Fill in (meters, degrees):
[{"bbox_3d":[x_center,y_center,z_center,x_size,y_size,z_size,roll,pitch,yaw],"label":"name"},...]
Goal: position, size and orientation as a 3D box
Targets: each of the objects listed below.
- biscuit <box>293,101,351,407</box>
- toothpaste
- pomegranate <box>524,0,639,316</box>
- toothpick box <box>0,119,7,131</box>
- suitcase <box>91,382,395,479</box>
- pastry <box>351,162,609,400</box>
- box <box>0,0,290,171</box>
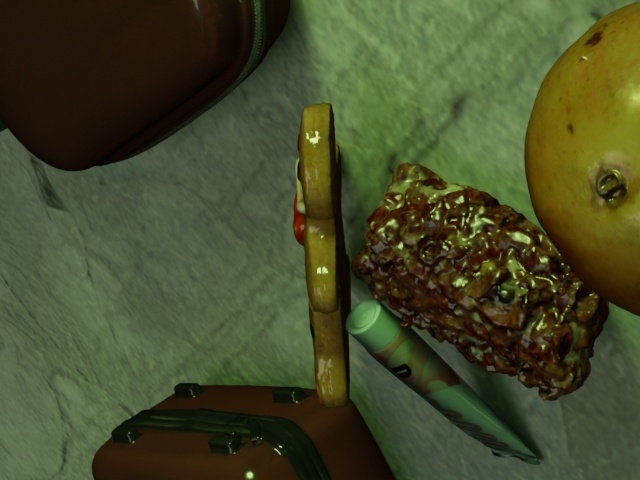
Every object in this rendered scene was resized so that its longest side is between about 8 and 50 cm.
[{"bbox_3d":[-0.001,0.000,1.283,0.036,0.165,0.250,-3,136,3],"label":"biscuit"},{"bbox_3d":[0.095,0.116,1.314,0.205,0.036,0.056,43,159,-31],"label":"toothpaste"},{"bbox_3d":[0.210,-0.048,0.938,0.191,0.191,0.191,32,141,30],"label":"pomegranate"},{"bbox_3d":[-0.348,-0.138,1.556,0.120,0.184,0.120,33,143,30],"label":"toothpick box"},{"bbox_3d":[-0.059,0.256,1.571,0.297,0.161,0.236,-4,116,52],"label":"suitcase"},{"bbox_3d":[0.116,0.026,1.199,0.208,0.097,0.115,29,158,35],"label":"pastry"},{"bbox_3d":[-0.178,-0.203,1.350,0.263,0.108,0.404,58,147,-5],"label":"box"}]
